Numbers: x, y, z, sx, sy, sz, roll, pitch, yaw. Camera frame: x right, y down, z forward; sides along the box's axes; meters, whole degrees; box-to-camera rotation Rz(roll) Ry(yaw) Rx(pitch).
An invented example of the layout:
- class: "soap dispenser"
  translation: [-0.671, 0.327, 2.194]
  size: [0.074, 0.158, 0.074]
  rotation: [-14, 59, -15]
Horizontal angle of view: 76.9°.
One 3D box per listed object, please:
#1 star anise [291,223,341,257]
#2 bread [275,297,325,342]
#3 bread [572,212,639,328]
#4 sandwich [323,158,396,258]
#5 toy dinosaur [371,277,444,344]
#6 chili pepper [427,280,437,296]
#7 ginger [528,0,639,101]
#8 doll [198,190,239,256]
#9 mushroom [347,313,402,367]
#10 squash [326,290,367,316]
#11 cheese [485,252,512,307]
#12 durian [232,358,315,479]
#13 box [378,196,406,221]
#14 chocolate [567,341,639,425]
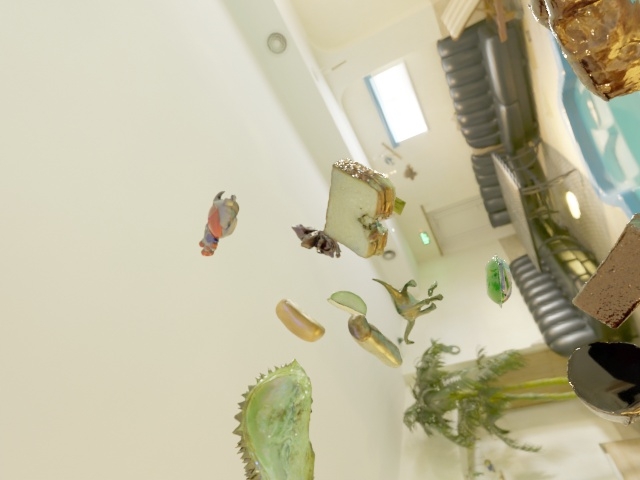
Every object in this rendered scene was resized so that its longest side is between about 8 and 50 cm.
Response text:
- class: "star anise"
  translation: [0.001, 0.000, 1.557]
  size: [0.209, 0.231, 0.089]
  rotation: [-16, -56, -63]
- class: "bread"
  translation: [-0.085, 0.318, 1.578]
  size: [0.217, 0.098, 0.147]
  rotation: [37, 178, 24]
- class: "bread"
  translation: [0.954, 0.104, 1.252]
  size: [0.165, 0.113, 0.416]
  rotation: [37, 151, 31]
- class: "sandwich"
  translation: [0.123, -0.099, 1.296]
  size: [0.249, 0.095, 0.273]
  rotation: [38, 132, 42]
- class: "toy dinosaur"
  translation: [0.275, 0.251, 1.438]
  size: [0.447, 0.301, 0.087]
  rotation: [29, -132, -25]
- class: "chili pepper"
  translation: [0.360, 0.153, 1.290]
  size: [0.022, 0.027, 0.083]
  rotation: [39, -141, 10]
- class: "ginger"
  translation: [0.644, -0.518, 0.956]
  size: [0.418, 0.176, 0.254]
  rotation: [29, -134, -24]
- class: "doll"
  translation: [-0.237, -0.037, 0.939]
  size: [0.062, 0.194, 0.104]
  rotation: [19, -140, -25]
- class: "mushroom"
  translation: [0.185, 0.345, 1.361]
  size: [0.312, 0.081, 0.100]
  rotation: [45, -154, -41]
- class: "squash"
  translation: [0.128, 0.282, 1.852]
  size: [0.184, 0.192, 0.085]
  rotation: [97, -161, -76]
- class: "cheese"
  translation: [0.643, 0.141, 1.451]
  size: [0.320, 0.083, 0.203]
  rotation: [28, -120, -69]
- class: "durian"
  translation: [-0.098, 0.489, 0.975]
  size: [0.394, 0.198, 0.163]
  rotation: [-100, -3, -49]
- class: "box"
  translation: [0.197, -0.145, 1.583]
  size: [0.175, 0.062, 0.260]
  rotation: [28, 168, -11]
- class: "chocolate"
  translation: [1.011, 0.500, 1.377]
  size: [0.186, 0.284, 0.283]
  rotation: [55, -157, -26]
